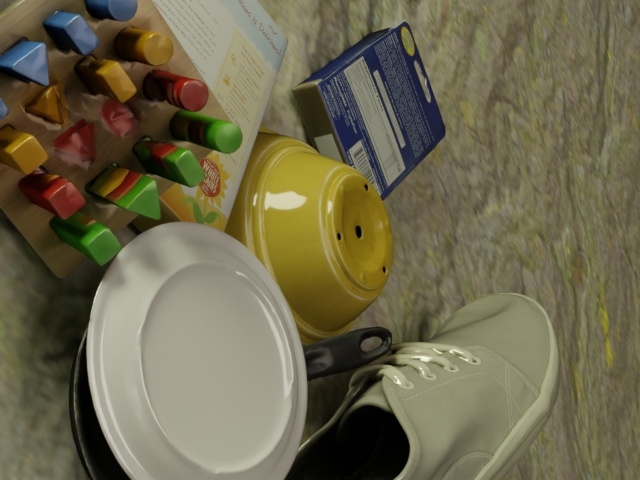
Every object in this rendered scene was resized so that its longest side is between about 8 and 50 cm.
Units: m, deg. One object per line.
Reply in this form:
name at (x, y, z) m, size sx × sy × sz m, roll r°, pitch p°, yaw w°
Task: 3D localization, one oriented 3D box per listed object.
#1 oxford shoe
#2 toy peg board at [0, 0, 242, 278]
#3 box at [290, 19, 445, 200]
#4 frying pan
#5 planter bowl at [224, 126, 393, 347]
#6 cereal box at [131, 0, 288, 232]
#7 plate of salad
oxford shoe at (0.087, 0.147, 1.055) m, size 0.449 × 0.169 × 0.130 m, roll -43°, pitch 114°, yaw -49°
toy peg board at (-0.139, -0.078, 0.772) m, size 0.161 × 0.079 × 0.160 m, roll -43°, pitch 122°, yaw -17°
box at (0.054, -0.124, 1.213) m, size 0.225 × 0.037 × 0.136 m, roll -43°, pitch 116°, yaw -53°
frying pan at (-0.071, 0.083, 0.900) m, size 0.326 × 0.053 × 0.197 m, roll -46°, pitch 115°, yaw -49°
planter bowl at (0.000, 0.000, 1.031) m, size 0.217 × 0.090 × 0.217 m, roll 28°, pitch 55°, yaw -52°
cereal box at (-0.113, -0.126, 0.933) m, size 0.173 × 0.047 × 0.240 m, roll 49°, pitch 41°, yaw -35°
plate of salad at (-0.082, 0.087, 0.816) m, size 0.200 × 0.048 × 0.199 m, roll 22°, pitch 61°, yaw -46°
